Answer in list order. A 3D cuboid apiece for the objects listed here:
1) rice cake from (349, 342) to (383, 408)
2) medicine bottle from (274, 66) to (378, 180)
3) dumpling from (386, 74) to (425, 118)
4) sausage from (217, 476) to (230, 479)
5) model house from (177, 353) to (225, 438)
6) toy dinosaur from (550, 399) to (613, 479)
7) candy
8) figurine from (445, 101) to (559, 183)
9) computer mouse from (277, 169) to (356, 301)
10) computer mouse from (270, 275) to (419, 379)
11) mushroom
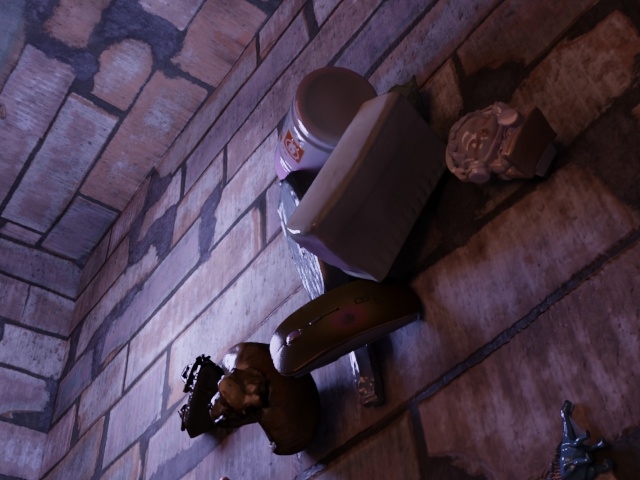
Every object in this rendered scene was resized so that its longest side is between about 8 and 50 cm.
[{"bbox_3d":[0.083,0.226,1.429,0.055,0.049,0.270,-29,40,14],"label":"rice cake"},{"bbox_3d":[0.007,-0.248,1.670,0.316,0.202,0.202,126,160,-67],"label":"medicine bottle"},{"bbox_3d":[0.187,-0.278,1.629,0.153,0.107,0.219,75,-141,-69],"label":"dumpling"},{"bbox_3d":[-0.244,0.595,1.685,0.083,0.034,0.034,-44,35,31],"label":"sausage"},{"bbox_3d":[-0.330,0.406,1.872,0.164,0.141,0.203,18,85,51],"label":"model house"},{"bbox_3d":[0.346,0.301,0.944,0.080,0.045,0.198,-51,22,48],"label":"toy dinosaur"},{"bbox_3d":[0.100,-0.107,1.433,0.145,0.208,0.359,5,59,55],"label":"candy"},{"bbox_3d":[0.310,-0.179,1.284,0.163,0.141,0.236,-60,28,-3],"label":"figurine"},{"bbox_3d":[0.003,0.001,1.618,0.203,0.114,0.374,111,144,-54],"label":"computer mouse"},{"bbox_3d":[0.042,0.161,1.379,0.310,0.072,0.158,-25,33,-2],"label":"computer mouse"},{"bbox_3d":[-0.109,0.322,1.456,0.195,0.283,0.263,-38,73,16],"label":"mushroom"}]
